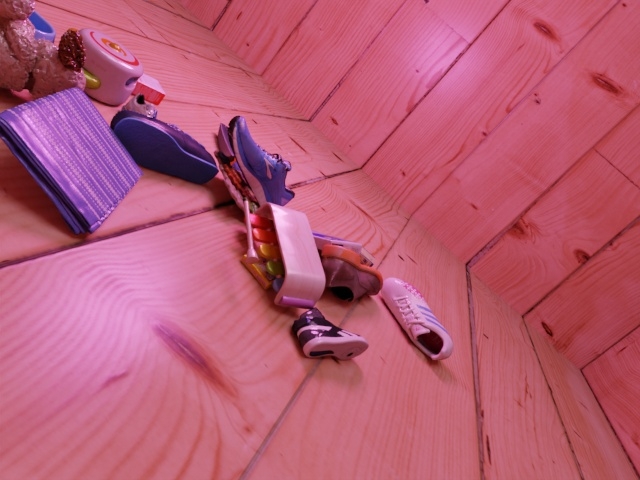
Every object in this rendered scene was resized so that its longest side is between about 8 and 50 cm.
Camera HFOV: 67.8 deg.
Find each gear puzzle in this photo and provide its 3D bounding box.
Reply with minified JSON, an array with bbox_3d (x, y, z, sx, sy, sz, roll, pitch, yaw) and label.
[{"bbox_3d":[-0.225,-0.137,1.391,0.175,0.044,0.338,59,2,-46],"label":"gear puzzle"}]

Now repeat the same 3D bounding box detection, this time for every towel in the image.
[{"bbox_3d":[-0.482,-0.171,0.951,0.243,0.040,0.336,61,10,-24],"label":"towel"}]

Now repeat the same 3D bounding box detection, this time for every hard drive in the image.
[{"bbox_3d":[-0.293,-0.322,1.739,0.172,0.054,0.254,27,24,-37],"label":"hard drive"}]

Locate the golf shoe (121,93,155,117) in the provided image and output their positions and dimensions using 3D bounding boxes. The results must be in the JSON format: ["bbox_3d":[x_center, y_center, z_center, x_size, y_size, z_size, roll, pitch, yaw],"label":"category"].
[{"bbox_3d":[-0.498,-0.347,1.351,0.176,0.086,0.069,50,19,18],"label":"golf shoe"}]

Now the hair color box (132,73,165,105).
[{"bbox_3d":[-0.604,-0.518,1.561,0.167,0.053,0.093,18,32,-53],"label":"hair color box"}]

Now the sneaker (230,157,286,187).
[{"bbox_3d":[-0.212,-0.204,1.634,0.221,0.083,0.087,21,41,-35],"label":"sneaker"}]

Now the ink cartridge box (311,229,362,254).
[{"bbox_3d":[0.000,0.000,1.563,0.208,0.045,0.206,17,6,32],"label":"ink cartridge box"}]

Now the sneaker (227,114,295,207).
[{"bbox_3d":[-0.176,-0.242,1.468,0.329,0.147,0.129,64,-3,-35],"label":"sneaker"}]

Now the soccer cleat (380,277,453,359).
[{"bbox_3d":[0.313,0.254,1.580,0.331,0.116,0.143,49,20,19],"label":"soccer cleat"}]

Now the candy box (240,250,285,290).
[{"bbox_3d":[-0.106,0.059,1.258,0.105,0.027,0.206,45,33,17],"label":"candy box"}]

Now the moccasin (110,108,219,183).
[{"bbox_3d":[-0.417,-0.250,1.261,0.116,0.138,0.342,63,13,26],"label":"moccasin"}]

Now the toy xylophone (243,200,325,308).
[{"bbox_3d":[-0.103,0.015,1.206,0.236,0.081,0.322,21,39,-29],"label":"toy xylophone"}]

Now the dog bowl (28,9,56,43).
[{"bbox_3d":[-0.841,-0.608,1.268,0.297,0.074,0.166,42,19,-2],"label":"dog bowl"}]

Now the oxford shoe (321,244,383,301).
[{"bbox_3d":[0.090,0.129,1.463,0.130,0.132,0.364,5,-17,32],"label":"oxford shoe"}]

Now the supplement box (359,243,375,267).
[{"bbox_3d":[0.151,0.069,1.753,0.083,0.056,0.083,41,19,-3],"label":"supplement box"}]

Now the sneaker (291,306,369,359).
[{"bbox_3d":[0.024,0.217,1.154,0.217,0.079,0.121,18,32,-47],"label":"sneaker"}]

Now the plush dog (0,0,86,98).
[{"bbox_3d":[-0.630,-0.382,1.030,0.226,0.263,0.210,16,64,-34],"label":"plush dog"}]

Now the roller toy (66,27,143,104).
[{"bbox_3d":[-0.616,-0.499,1.355,0.191,0.146,0.209,14,33,-55],"label":"roller toy"}]
